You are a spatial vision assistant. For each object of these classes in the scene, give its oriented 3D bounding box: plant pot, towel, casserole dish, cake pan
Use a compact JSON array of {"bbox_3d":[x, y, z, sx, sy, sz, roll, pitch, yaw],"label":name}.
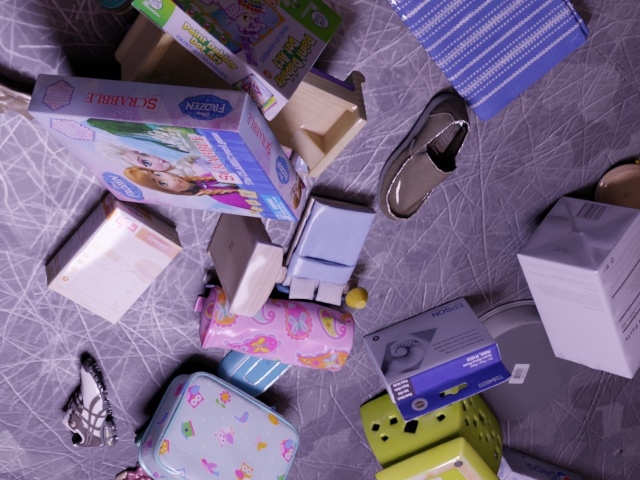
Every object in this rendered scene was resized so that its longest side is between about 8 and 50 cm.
[{"bbox_3d":[0.232,0.425,2.164,0.228,0.207,0.227,-27,126,17],"label":"plant pot"},{"bbox_3d":[0.281,-0.383,1.822,0.243,0.040,0.336,-39,123,8],"label":"towel"},{"bbox_3d":[-0.110,0.229,2.061,0.188,0.037,0.114,-44,124,9],"label":"casserole dish"},{"bbox_3d":[0.404,0.258,2.245,0.293,0.054,0.293,-9,123,-13],"label":"cake pan"}]

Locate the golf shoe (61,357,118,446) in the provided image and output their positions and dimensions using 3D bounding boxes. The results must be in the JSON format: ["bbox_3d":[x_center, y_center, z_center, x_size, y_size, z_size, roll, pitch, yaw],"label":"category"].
[{"bbox_3d":[-0.427,0.305,1.973,0.094,0.077,0.198,-11,122,-12],"label":"golf shoe"}]

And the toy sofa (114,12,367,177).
[{"bbox_3d":[-0.116,-0.254,1.650,0.363,0.177,0.150,20,133,-28],"label":"toy sofa"}]

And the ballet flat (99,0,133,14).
[{"bbox_3d":[-0.226,-0.485,1.544,0.123,0.123,0.348,7,120,-23],"label":"ballet flat"}]

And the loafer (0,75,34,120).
[{"bbox_3d":[-0.485,-0.220,1.641,0.148,0.056,0.050,20,106,-28],"label":"loafer"}]

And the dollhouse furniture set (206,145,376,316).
[{"bbox_3d":[0.000,0.000,1.858,0.303,0.198,0.286,12,116,-26],"label":"dollhouse furniture set"}]

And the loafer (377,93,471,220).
[{"bbox_3d":[0.182,-0.136,1.904,0.094,0.087,0.251,16,114,-26],"label":"loafer"}]

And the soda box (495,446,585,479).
[{"bbox_3d":[0.484,0.552,2.428,0.286,0.098,0.091,24,110,-30],"label":"soda box"}]

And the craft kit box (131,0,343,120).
[{"bbox_3d":[-0.110,-0.325,1.550,0.247,0.250,0.061,41,132,-13],"label":"craft kit box"}]

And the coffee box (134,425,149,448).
[{"bbox_3d":[-0.255,0.412,2.082,0.113,0.040,0.184,-40,105,2],"label":"coffee box"}]

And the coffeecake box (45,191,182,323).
[{"bbox_3d":[-0.349,0.029,1.834,0.142,0.068,0.185,35,104,-32],"label":"coffeecake box"}]

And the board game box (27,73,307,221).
[{"bbox_3d":[-0.213,-0.130,1.598,0.318,0.065,0.318,7,161,18],"label":"board game box"}]

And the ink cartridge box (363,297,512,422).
[{"bbox_3d":[0.216,0.219,2.052,0.223,0.224,0.045,-22,125,-6],"label":"ink cartridge box"}]

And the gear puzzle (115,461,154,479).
[{"bbox_3d":[-0.219,0.445,2.150,0.339,0.044,0.175,-31,125,1],"label":"gear puzzle"}]

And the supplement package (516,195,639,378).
[{"bbox_3d":[0.527,0.089,2.075,0.175,0.178,0.293,-48,131,-27],"label":"supplement package"}]

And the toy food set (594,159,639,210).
[{"bbox_3d":[0.592,-0.095,2.108,0.192,0.038,0.132,-38,119,15],"label":"toy food set"}]

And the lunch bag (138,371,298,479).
[{"bbox_3d":[-0.182,0.381,2.016,0.279,0.224,0.108,36,147,-24],"label":"lunch bag"}]

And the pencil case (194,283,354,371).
[{"bbox_3d":[-0.083,0.158,1.958,0.284,0.124,0.124,12,116,-16],"label":"pencil case"}]
